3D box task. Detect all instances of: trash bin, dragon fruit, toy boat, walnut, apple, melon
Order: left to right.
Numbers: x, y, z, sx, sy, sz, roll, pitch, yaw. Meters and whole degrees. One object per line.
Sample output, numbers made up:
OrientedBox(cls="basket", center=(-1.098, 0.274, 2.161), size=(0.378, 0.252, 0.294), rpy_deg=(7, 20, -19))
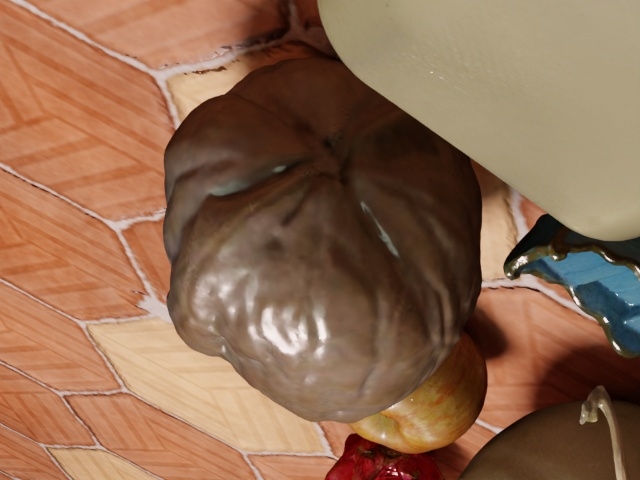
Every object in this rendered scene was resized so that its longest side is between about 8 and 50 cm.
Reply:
OrientedBox(cls="walnut", center=(0.000, 0.000, 0.808), size=(0.224, 0.224, 0.224), rpy_deg=(20, 152, 11))
OrientedBox(cls="dragon fruit", center=(0.058, 0.249, 1.256), size=(0.136, 0.133, 0.166), rpy_deg=(62, 176, 21))
OrientedBox(cls="apple", center=(0.064, 0.105, 1.029), size=(0.126, 0.102, 0.126), rpy_deg=(21, 153, 12))
OrientedBox(cls="melon", center=(0.205, 0.248, 0.998), size=(0.272, 0.272, 0.308), rpy_deg=(19, 180, 13))
OrientedBox(cls="toy boat", center=(0.199, 0.051, 0.841), size=(0.185, 0.077, 0.075), rpy_deg=(34, 155, -18))
OrientedBox(cls="trash bin", center=(0.144, -0.108, 0.579), size=(0.243, 0.121, 0.247), rpy_deg=(33, 156, -13))
